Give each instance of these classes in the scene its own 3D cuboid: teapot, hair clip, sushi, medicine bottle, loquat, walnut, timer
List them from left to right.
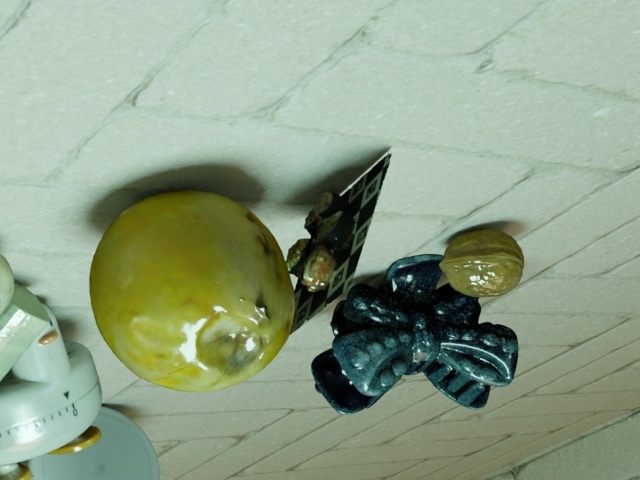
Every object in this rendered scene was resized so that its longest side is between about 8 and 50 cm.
[{"bbox_3d":[-0.440,0.138,1.630,0.200,0.107,0.077,-49,143,6],"label":"teapot"},{"bbox_3d":[-0.416,0.194,1.761,0.234,0.240,0.233,-12,-166,3],"label":"timer"},{"bbox_3d":[-0.426,0.429,2.252,0.238,0.237,0.232,-1,154,-34],"label":"medicine bottle"},{"bbox_3d":[-0.149,0.054,1.489,0.244,0.243,0.244,-13,160,-5],"label":"loquat"},{"bbox_3d":[0.000,0.000,1.545,0.040,0.210,0.193,30,142,-16],"label":"sushi"},{"bbox_3d":[0.139,0.147,1.963,0.310,0.206,0.194,1,149,-25],"label":"hair clip"},{"bbox_3d":[0.233,0.034,1.873,0.125,0.105,0.105,3,158,-3],"label":"walnut"}]

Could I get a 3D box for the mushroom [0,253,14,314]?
[{"bbox_3d":[-0.423,0.065,1.475,0.154,0.122,0.154,-14,150,-8],"label":"mushroom"}]
